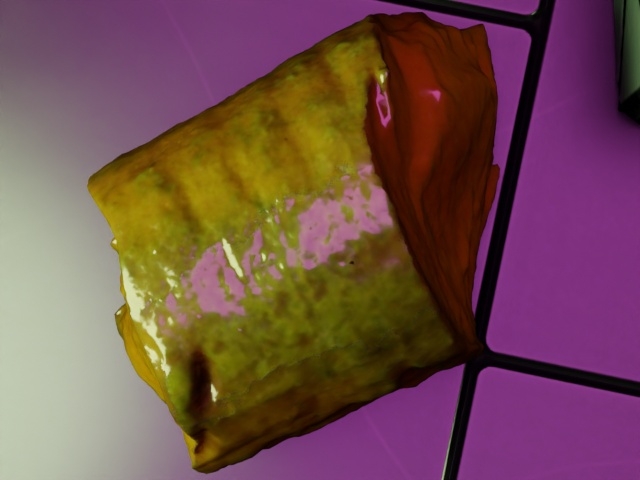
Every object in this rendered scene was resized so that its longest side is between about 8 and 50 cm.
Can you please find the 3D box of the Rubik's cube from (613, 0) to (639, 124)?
[{"bbox_3d":[0.327,-0.214,1.186,0.248,0.246,0.250,-2,88,2],"label":"Rubik's cube"}]

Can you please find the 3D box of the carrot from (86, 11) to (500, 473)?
[{"bbox_3d":[0.000,0.000,1.200,0.341,0.241,0.241,-27,87,3],"label":"carrot"}]
